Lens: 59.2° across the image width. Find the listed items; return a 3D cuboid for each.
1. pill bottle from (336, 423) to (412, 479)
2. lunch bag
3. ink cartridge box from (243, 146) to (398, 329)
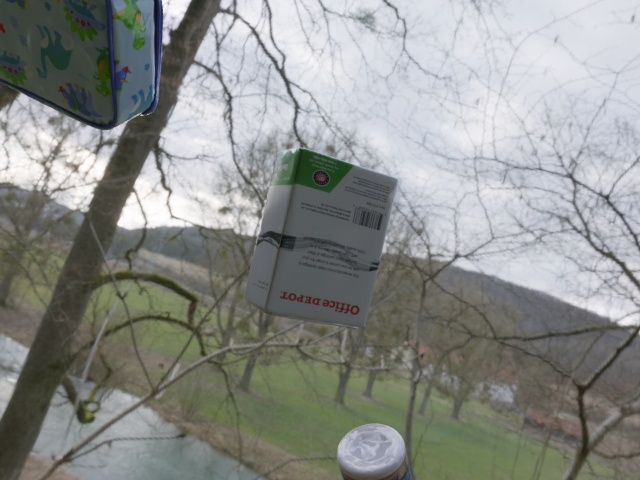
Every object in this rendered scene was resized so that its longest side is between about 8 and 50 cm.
[{"bbox_3d":[0.060,0.248,0.557,0.067,0.067,0.120,10,-57,43],"label":"pill bottle"},{"bbox_3d":[-0.271,-0.223,0.590,0.219,0.090,0.176,26,-50,16],"label":"lunch bag"},{"bbox_3d":[0.000,0.000,0.745,0.153,0.208,0.087,15,-3,-27],"label":"ink cartridge box"}]
